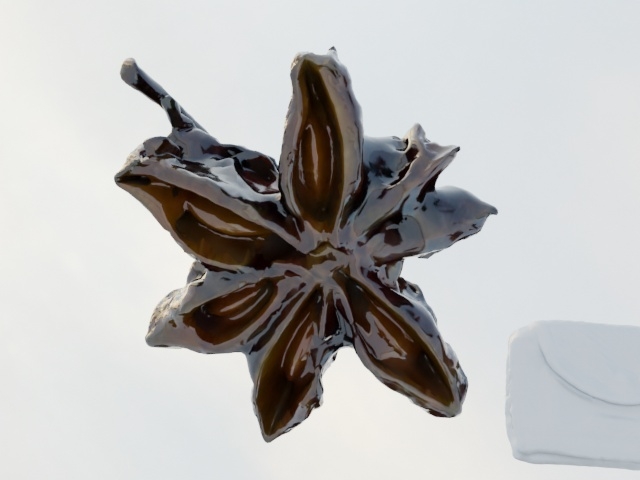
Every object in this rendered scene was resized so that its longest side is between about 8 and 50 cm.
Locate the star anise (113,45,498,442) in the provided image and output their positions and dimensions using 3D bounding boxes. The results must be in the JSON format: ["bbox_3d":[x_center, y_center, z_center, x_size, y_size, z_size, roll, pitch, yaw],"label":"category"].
[{"bbox_3d":[0.000,0.000,0.678,0.190,0.126,0.220,1,-71,14],"label":"star anise"}]

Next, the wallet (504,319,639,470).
[{"bbox_3d":[0.243,0.126,1.012,0.182,0.124,0.032,4,-25,1],"label":"wallet"}]
